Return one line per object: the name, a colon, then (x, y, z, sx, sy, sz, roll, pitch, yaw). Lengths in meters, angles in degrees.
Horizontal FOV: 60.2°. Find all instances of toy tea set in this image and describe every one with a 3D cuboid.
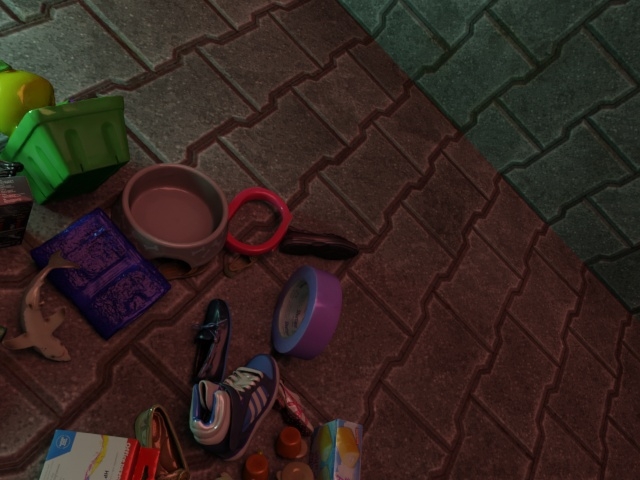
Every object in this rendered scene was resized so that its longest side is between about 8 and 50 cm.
toy tea set: (-0.139, 0.659, 1.473, 0.200, 0.124, 0.336, 35, 45, 27)

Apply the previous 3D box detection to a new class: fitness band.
fitness band: (-0.214, -0.062, 1.831, 0.209, 0.054, 0.290, 26, 48, 3)

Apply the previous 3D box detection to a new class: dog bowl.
dog bowl: (-0.435, -0.084, 1.646, 0.349, 0.102, 0.348, 13, 52, -17)

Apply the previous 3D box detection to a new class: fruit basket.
fruit basket: (-0.710, -0.309, 1.445, 0.283, 0.392, 0.391, -25, 80, -42)

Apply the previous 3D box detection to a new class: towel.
towel: (-0.576, 0.081, 1.471, 0.308, 0.076, 0.228, 49, 58, -5)

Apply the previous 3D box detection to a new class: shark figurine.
shark figurine: (-0.694, 0.160, 1.342, 0.166, 0.116, 0.277, 2, 91, -47)

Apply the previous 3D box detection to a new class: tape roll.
tape roll: (-0.046, 0.216, 1.664, 0.090, 0.275, 0.274, 21, 54, -24)

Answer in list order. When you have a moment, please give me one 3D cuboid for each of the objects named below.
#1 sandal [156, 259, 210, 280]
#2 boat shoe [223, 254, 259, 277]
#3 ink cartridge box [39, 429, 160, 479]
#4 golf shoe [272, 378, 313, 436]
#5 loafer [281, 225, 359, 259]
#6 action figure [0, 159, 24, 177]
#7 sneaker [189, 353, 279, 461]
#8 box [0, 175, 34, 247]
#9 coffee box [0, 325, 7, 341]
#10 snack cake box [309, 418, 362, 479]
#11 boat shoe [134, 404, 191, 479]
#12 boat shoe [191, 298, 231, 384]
sandal: (-0.402, 0.074, 1.650, 0.180, 0.049, 0.072, -16, 74, -40)
boat shoe: (-0.245, 0.064, 1.767, 0.153, 0.048, 0.056, -34, 86, -43)
ink cartridge box: (-0.496, 0.517, 1.252, 0.231, 0.078, 0.134, 9, 56, -7)
golf shoe: (-0.078, 0.490, 1.620, 0.186, 0.067, 0.086, 49, 46, 0)
loafer: (0.000, 0.000, 1.945, 0.303, 0.109, 0.095, 7, 56, -29)
action figure: (-0.879, -0.217, 1.371, 0.276, 0.164, 0.141, 33, 10, 11)
sneaker: (-0.228, 0.396, 1.457, 0.322, 0.130, 0.236, -66, 148, -35)
box: (-0.849, -0.042, 1.272, 0.308, 0.242, 0.076, -15, 73, -39)
coffee box: (-0.816, 0.260, 1.251, 0.113, 0.040, 0.184, 28, 50, -18)
snack cake box: (0.036, 0.654, 1.546, 0.089, 0.152, 0.264, 22, 52, -23)
boat shoe: (-0.384, 0.548, 1.352, 0.105, 0.089, 0.285, -12, 71, -39)
boat shoe: (-0.308, 0.279, 1.553, 0.089, 0.109, 0.258, 22, 50, -37)
